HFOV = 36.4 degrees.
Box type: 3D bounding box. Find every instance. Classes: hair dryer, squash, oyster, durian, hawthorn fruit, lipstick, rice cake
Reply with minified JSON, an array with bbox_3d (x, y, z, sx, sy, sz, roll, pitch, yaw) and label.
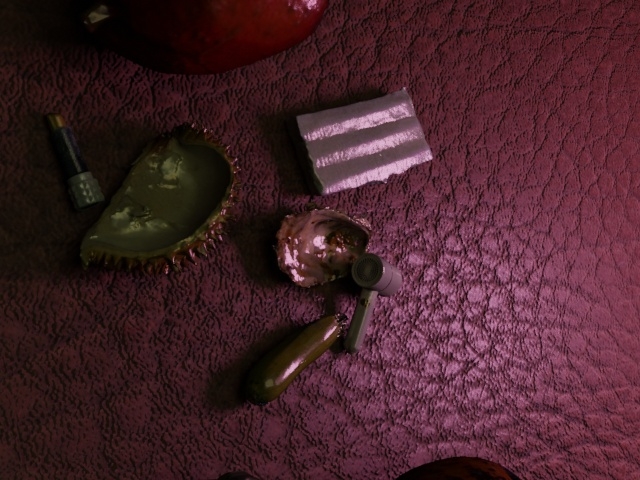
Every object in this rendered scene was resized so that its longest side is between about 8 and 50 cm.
[{"bbox_3d":[0.063,0.090,1.299,0.082,0.047,0.137,32,75,-64],"label":"hair dryer"},{"bbox_3d":[-0.030,0.142,1.212,0.183,0.052,0.052,-37,103,-37],"label":"squash"},{"bbox_3d":[0.006,0.001,1.274,0.177,0.056,0.105,-19,103,-39],"label":"oyster"},{"bbox_3d":[-0.163,-0.041,1.106,0.139,0.144,0.252,33,62,-14],"label":"durian"},{"bbox_3d":[-0.150,-0.305,1.100,0.307,0.265,0.265,-36,102,-25],"label":"hawthorn fruit"},{"bbox_3d":[-0.277,-0.092,1.084,0.037,0.037,0.116,-20,88,-40],"label":"lipstick"},{"bbox_3d":[0.062,-0.137,1.360,0.237,0.043,0.127,-22,95,-39],"label":"rice cake"}]

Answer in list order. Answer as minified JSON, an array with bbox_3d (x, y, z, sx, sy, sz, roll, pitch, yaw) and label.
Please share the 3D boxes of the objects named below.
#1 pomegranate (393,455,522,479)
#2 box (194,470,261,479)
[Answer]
[{"bbox_3d":[0.194,0.392,1.141,0.285,0.340,0.285,9,73,-33],"label":"pomegranate"},{"bbox_3d":[-0.124,0.358,1.033,0.148,0.129,0.210,54,52,-16],"label":"box"}]
